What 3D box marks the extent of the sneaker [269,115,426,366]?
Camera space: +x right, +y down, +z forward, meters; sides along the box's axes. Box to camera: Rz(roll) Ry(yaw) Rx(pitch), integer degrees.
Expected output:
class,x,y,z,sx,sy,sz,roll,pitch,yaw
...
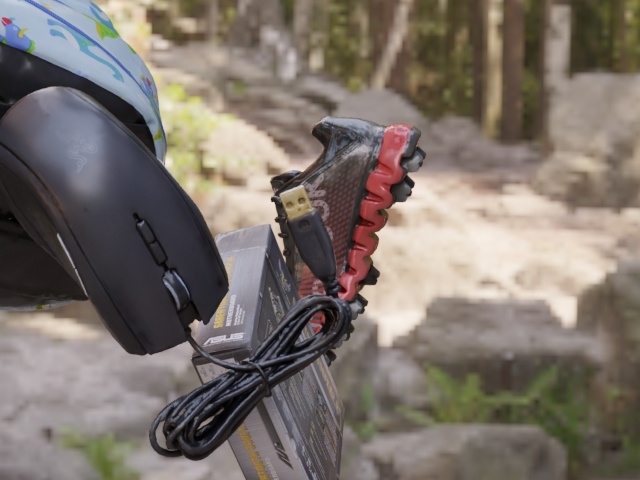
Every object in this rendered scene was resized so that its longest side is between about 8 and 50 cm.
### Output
class,x,y,z,sx,sy,sz,roll,pitch,yaw
sneaker,0.000,0.000,1.780,0.135,0.276,0.097,21,5,4

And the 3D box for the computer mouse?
class,x,y,z,sx,sy,sz,roll,pitch,yaw
computer mouse,-0.082,-0.005,1.175,0.184,0.262,0.060,-33,9,-25

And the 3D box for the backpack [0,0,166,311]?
class,x,y,z,sx,sy,sz,roll,pitch,yaw
backpack,-0.285,-0.088,1.322,0.356,0.290,0.273,18,22,-7

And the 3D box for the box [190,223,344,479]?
class,x,y,z,sx,sy,sz,roll,pitch,yaw
box,-0.042,0.129,1.610,0.056,0.231,0.183,-13,34,13
